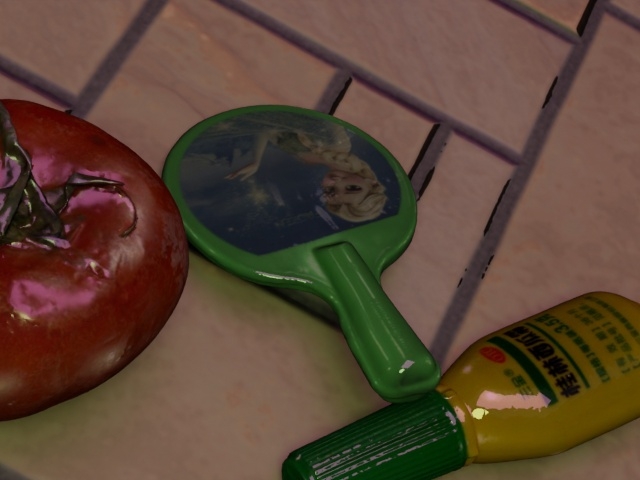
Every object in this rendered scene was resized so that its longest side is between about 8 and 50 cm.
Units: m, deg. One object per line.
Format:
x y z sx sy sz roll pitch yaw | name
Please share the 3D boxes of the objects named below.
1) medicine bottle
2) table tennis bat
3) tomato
0.098 0.104 1.034 0.261 0.064 0.095 -21 49 -24 | medicine bottle
0.000 0.000 1.055 0.160 0.039 0.257 -13 49 -24 | table tennis bat
-0.172 0.013 0.945 0.187 0.151 0.187 9 62 -18 | tomato
